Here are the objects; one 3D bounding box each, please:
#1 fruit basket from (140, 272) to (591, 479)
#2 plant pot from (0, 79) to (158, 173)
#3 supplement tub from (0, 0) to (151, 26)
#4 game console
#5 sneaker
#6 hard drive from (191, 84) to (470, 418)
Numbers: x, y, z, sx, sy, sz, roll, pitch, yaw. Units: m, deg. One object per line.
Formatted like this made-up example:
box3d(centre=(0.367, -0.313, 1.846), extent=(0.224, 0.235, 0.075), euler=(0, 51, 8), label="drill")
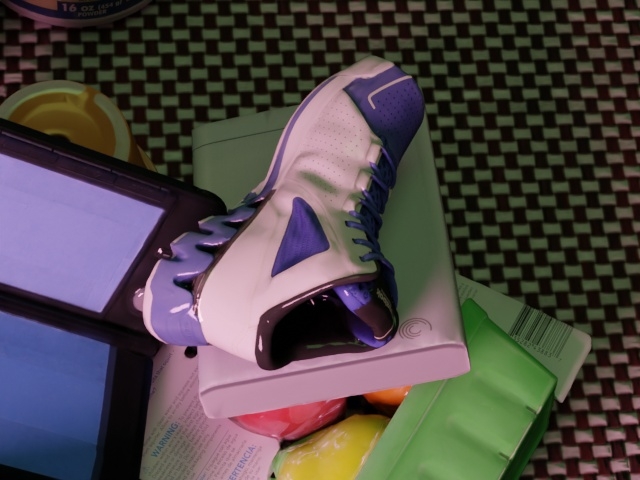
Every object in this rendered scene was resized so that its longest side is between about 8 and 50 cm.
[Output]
box3d(centre=(0.023, 0.148, 1.699), extent=(0.353, 0.165, 0.327), euler=(22, 63, 21), label="fruit basket")
box3d(centre=(-0.241, -0.049, 1.715), extent=(0.205, 0.188, 0.205), euler=(3, 64, -6), label="plant pot")
box3d(centre=(-0.239, -0.377, 1.801), extent=(0.228, 0.316, 0.228), euler=(3, 65, -6), label="supplement tub")
box3d(centre=(-0.240, 0.062, 1.560), extent=(0.293, 0.250, 0.173), euler=(19, 30, -28), label="game console")
box3d(centre=(0.016, 0.003, 1.585), extent=(0.182, 0.127, 0.315), euler=(27, 64, 32), label="sneaker")
box3d(centre=(0.000, 0.000, 1.703), extent=(0.233, 0.047, 0.353), euler=(-11, 44, 5), label="hard drive")
